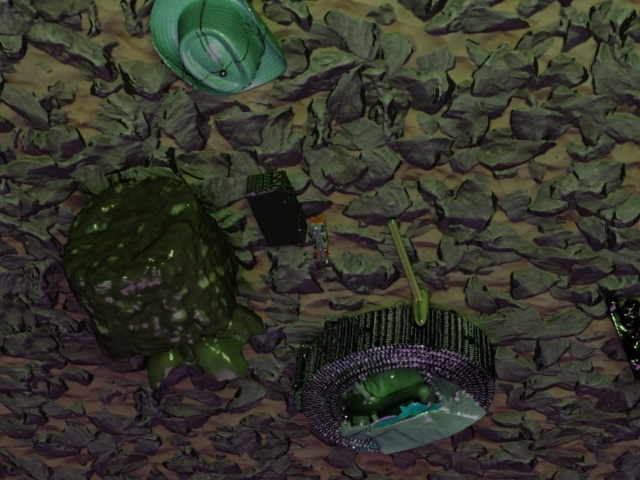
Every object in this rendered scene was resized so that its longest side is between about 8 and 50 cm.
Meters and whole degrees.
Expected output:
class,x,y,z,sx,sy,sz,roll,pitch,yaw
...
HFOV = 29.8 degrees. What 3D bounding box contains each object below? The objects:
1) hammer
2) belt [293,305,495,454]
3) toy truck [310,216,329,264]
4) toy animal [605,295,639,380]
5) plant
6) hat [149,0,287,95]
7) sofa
class,x,y,z,sx,sy,sz,roll,pitch,yaw
hammer,0.127,0.046,1.779,0.028,0.060,0.195,-10,133,16
belt,0.124,0.225,1.935,0.325,0.122,0.260,-18,127,20
toy truck,0.000,0.000,1.752,0.024,0.032,0.083,-4,139,3
toy animal,0.544,0.116,1.794,0.210,0.121,0.117,-26,150,22
plant,-0.217,0.076,1.724,0.215,0.213,0.312,-15,138,15
hat,-0.123,-0.231,1.463,0.138,0.077,0.191,-25,131,27
sofa,-0.062,-0.044,1.702,0.060,0.039,0.118,-9,136,13
